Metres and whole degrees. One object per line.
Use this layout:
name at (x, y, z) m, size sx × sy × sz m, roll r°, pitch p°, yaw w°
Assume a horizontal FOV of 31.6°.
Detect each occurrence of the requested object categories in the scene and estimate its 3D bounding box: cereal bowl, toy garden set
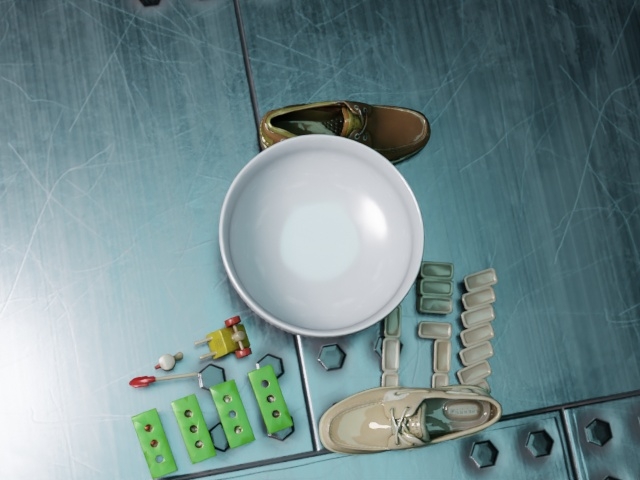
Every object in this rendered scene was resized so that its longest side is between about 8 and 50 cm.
cereal bowl at (0.000, 0.000, 1.896) m, size 0.339 × 0.141 × 0.339 m, roll 0°, pitch 80°, yaw -3°
toy garden set at (-0.195, 0.255, 1.876) m, size 0.244 × 0.049 × 0.204 m, roll -19°, pitch 83°, yaw -9°

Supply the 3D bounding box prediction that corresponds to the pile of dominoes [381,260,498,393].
pile of dominoes at (0.203, 0.163, 1.955) m, size 0.196 × 0.040 × 0.251 m, roll 4°, pitch 86°, yaw -6°

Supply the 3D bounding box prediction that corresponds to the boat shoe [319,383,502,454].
boat shoe at (0.149, 0.295, 1.870) m, size 0.302 × 0.098 × 0.109 m, roll -6°, pitch 88°, yaw -7°

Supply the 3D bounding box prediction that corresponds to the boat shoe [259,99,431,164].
boat shoe at (0.048, -0.187, 1.963) m, size 0.307 × 0.104 × 0.111 m, roll -5°, pitch 79°, yaw -8°
